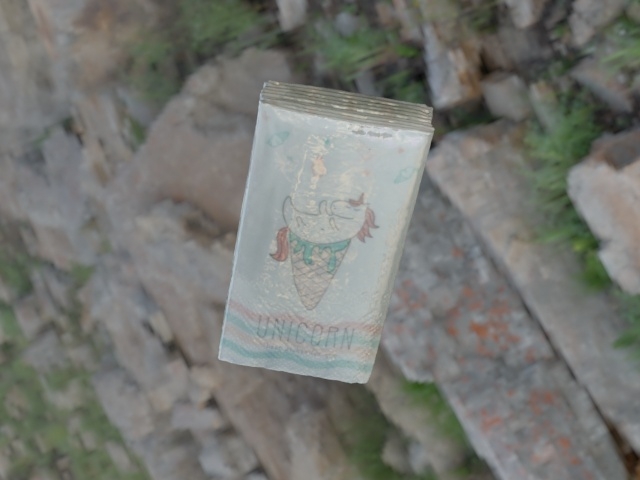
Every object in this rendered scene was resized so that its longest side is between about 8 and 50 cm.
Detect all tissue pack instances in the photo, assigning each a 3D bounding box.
[{"bbox_3d":[0.000,0.000,0.477,0.023,0.056,0.108,-87,6,-53],"label":"tissue pack"}]
